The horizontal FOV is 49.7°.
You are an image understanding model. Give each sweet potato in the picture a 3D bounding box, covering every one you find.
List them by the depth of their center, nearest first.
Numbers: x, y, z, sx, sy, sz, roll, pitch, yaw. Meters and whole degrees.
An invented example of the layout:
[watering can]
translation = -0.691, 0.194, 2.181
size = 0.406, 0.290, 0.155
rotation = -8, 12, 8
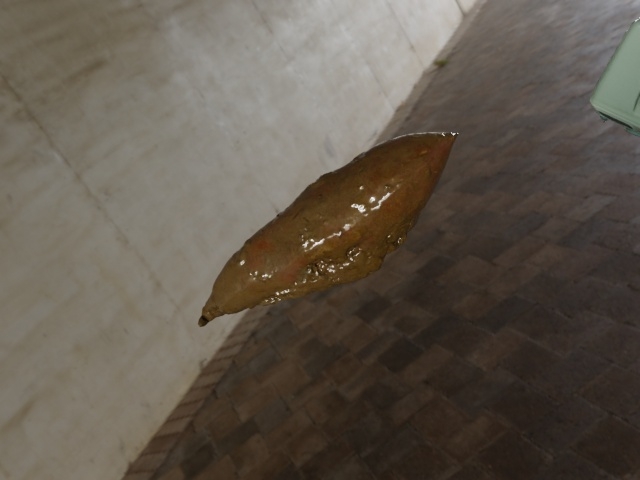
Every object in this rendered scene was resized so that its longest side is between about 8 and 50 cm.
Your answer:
[sweet potato]
translation = 0.000, 0.000, 0.425
size = 0.206, 0.068, 0.060
rotation = -31, 5, 18

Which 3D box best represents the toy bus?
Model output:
[toy bus]
translation = 0.446, -0.139, 0.756
size = 0.165, 0.271, 0.133
rotation = -4, -57, -55
